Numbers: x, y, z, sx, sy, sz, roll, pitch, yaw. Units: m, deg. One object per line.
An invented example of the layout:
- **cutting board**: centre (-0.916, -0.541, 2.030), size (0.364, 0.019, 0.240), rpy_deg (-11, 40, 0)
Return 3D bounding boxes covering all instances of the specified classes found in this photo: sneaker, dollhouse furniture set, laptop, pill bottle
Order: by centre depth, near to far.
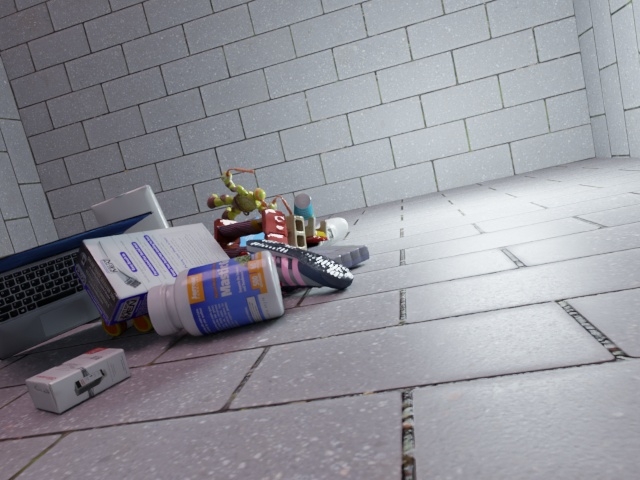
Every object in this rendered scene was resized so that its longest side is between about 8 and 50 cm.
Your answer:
- **pill bottle**: centre (-0.227, 0.124, 0.993), size (0.272, 0.152, 0.152), rpy_deg (-14, 8, -3)
- **laptop**: centre (-0.636, 0.121, 1.158), size (0.236, 0.407, 0.382), rpy_deg (27, 37, 36)
- **sneaker**: centre (-0.063, 0.093, 1.174), size (0.319, 0.131, 0.112), rpy_deg (17, 15, 29)
- **dollhouse furniture set**: centre (-0.146, 0.006, 1.471), size (0.201, 0.152, 0.374), rpy_deg (-10, -9, 30)
- **sneaker**: centre (0.000, 0.000, 1.715), size (0.293, 0.108, 0.169), rpy_deg (-26, 13, -15)

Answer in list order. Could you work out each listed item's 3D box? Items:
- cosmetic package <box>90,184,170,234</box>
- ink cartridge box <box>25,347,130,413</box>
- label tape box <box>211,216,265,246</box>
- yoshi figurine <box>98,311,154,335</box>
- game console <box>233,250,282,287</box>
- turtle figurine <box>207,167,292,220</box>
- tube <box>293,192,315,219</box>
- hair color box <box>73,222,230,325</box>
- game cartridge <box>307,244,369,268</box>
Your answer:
- **cosmetic package**: centre (-0.600, 0.014, 1.541), size (0.197, 0.365, 0.155), rpy_deg (-22, 10, -13)
- **ink cartridge box**: centre (-0.433, 0.247, 0.809), size (0.099, 0.056, 0.135), rpy_deg (-8, 9, 37)
- **label tape box**: centre (-0.308, 0.013, 1.754), size (0.334, 0.105, 0.240), rpy_deg (-18, 22, 23)
- **yoshi figurine**: centre (-0.448, 0.152, 1.297), size (0.203, 0.204, 0.362), rpy_deg (-54, 4, 29)
- **game console**: centre (-0.189, 0.091, 1.123), size (0.124, 0.144, 0.085), rpy_deg (-42, 29, 5)
- **turtle figurine**: centre (-0.234, -0.114, 1.404), size (0.217, 0.087, 0.270), rpy_deg (-15, -34, 36)
- **tube**: centre (-0.057, -0.100, 1.488), size (0.080, 0.052, 0.207), rpy_deg (4, -13, 0)
- **hair color box**: centre (-0.405, 0.071, 1.136), size (0.339, 0.185, 0.110), rpy_deg (-12, -36, -52)
- **game cartridge**: centre (-0.041, 0.071, 1.412), size (0.230, 0.068, 0.355), rpy_deg (-14, 7, -37)
